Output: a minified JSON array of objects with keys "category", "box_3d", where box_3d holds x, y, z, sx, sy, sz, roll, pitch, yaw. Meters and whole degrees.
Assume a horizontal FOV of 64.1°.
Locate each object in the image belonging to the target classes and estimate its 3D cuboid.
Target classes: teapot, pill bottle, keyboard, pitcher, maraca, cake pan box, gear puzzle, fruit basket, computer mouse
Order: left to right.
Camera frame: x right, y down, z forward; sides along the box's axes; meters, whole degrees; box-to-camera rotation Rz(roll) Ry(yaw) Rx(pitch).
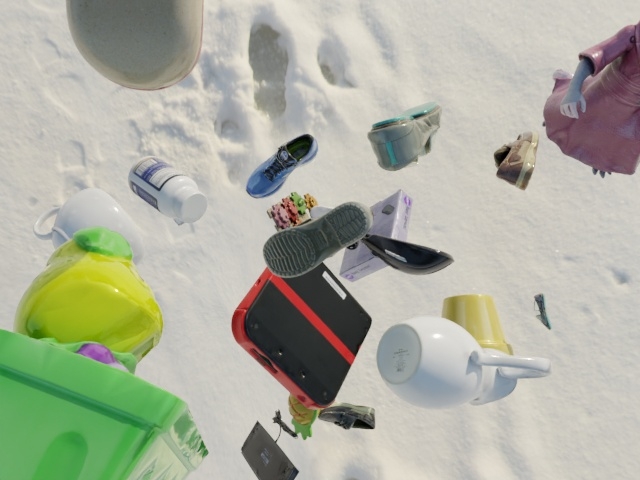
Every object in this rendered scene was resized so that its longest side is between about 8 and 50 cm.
[{"category":"teapot","box_3d":[-0.591,0.000,1.299,0.187,0.256,0.253,-39,103,-30]},{"category":"fruit basket","box_3d":[-0.269,0.167,0.631,0.282,0.392,0.392,20,79,4]},{"category":"pill bottle","box_3d":[-0.316,-0.103,1.068,0.169,0.094,0.094,32,76,29]},{"category":"keyboard","box_3d":[-0.150,0.675,1.660,0.033,0.317,0.202,36,81,-29]},{"category":"gear puzzle","box_3d":[-0.059,-0.079,1.697,0.044,0.339,0.175,-25,100,25]},{"category":"maraca","box_3d":[-0.052,0.523,1.588,0.099,0.127,0.186,2,97,-35]},{"category":"cake pan box","box_3d":[0.177,-0.009,1.680,0.070,0.267,0.246,33,51,-22]},{"category":"computer mouse","box_3d":[0.145,0.030,1.068,0.262,0.184,0.060,16,87,16]},{"category":"pitcher","box_3d":[0.198,0.171,0.710,0.207,0.177,0.126,21,57,-33]}]

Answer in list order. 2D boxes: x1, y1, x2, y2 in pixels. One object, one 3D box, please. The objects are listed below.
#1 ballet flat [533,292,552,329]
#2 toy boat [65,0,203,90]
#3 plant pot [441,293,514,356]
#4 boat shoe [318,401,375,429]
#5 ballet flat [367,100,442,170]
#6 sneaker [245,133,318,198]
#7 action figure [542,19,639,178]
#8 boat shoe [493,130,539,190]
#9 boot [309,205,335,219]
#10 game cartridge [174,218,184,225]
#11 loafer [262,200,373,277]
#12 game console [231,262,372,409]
[{"category":"ballet flat","box_3d":[0.676,0.219,1.564,0.041,0.041,0.114,-11,86,-10]},{"category":"toy boat","box_3d":[-0.208,-0.297,0.606,0.151,0.151,0.231,4,104,-4]},{"category":"plant pot","box_3d":[0.490,0.307,1.671,0.254,0.254,0.239,2,73,-8]},{"category":"boat shoe","box_3d":[0.091,0.591,1.700,0.223,0.080,0.073,13,40,-26]},{"category":"ballet flat","box_3d":[0.114,-0.132,0.658,0.072,0.213,0.068,-11,104,28]},{"category":"sneaker","box_3d":[-0.149,-0.287,1.889,0.330,0.147,0.130,-43,82,-6]},{"category":"action figure","box_3d":[0.558,-0.279,0.887,0.248,0.370,0.276,20,65,8]},{"category":"boat shoe","box_3d":[0.626,-0.275,1.658,0.123,0.123,0.342,16,39,14]},{"category":"boot","box_3d":[0.059,-0.076,1.690,0.190,0.086,0.069,14,90,1]},{"category":"game cartridge","box_3d":[-0.471,-0.092,1.705,0.056,0.017,0.083,-33,68,-24]},{"category":"loafer","box_3d":[0.000,0.000,0.959,0.251,0.087,0.094,-22,88,31]},{"category":"game console","box_3d":[-0.037,0.228,1.396,0.386,0.060,0.342,49,50,-22]}]
